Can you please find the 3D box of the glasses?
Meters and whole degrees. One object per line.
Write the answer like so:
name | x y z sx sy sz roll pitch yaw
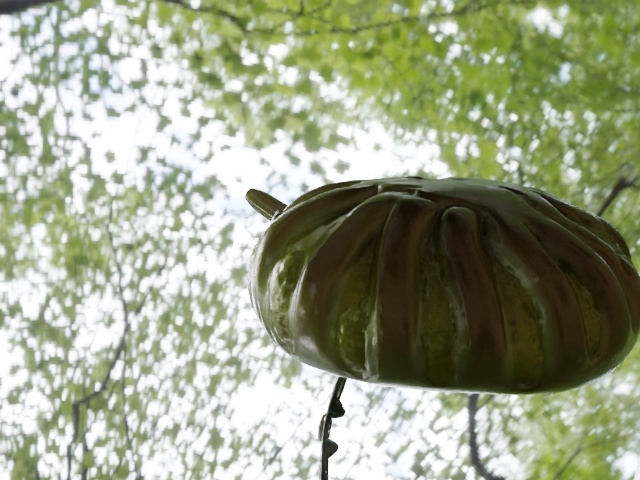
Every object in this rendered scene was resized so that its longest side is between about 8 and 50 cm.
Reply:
glasses | 0.126 0.244 1.239 0.268 0.118 0.234 10 -102 9

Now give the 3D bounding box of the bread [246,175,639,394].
bread | 0.111 0.028 0.886 0.333 0.333 0.160 2 -80 -13

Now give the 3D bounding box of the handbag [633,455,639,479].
handbag | 0.165 0.112 0.466 0.109 0.315 0.241 1 -128 26

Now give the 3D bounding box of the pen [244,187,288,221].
pen | 0.000 0.000 1.233 0.233 0.040 0.032 35 -86 29
